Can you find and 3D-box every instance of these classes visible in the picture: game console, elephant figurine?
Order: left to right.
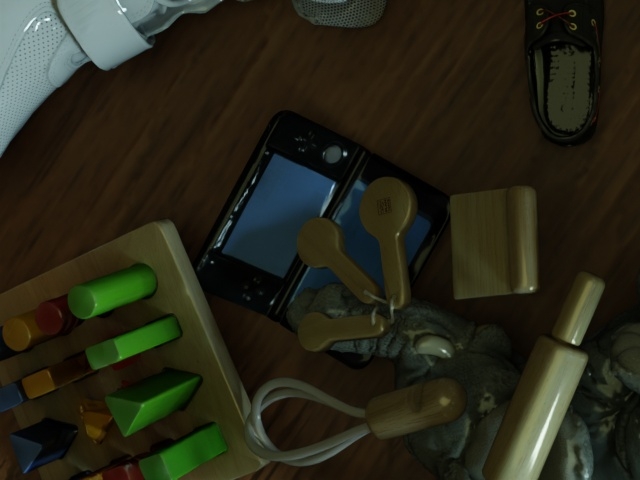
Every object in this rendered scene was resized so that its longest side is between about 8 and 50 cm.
[{"bbox_3d":[0.000,0.000,1.161,0.107,0.071,0.122,24,97,-38],"label":"game console"},{"bbox_3d":[0.124,0.107,1.122,0.239,0.169,0.186,-19,51,15],"label":"elephant figurine"}]

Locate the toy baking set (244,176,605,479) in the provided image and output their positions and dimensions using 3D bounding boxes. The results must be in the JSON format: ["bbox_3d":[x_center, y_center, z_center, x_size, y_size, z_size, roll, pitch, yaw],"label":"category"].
[{"bbox_3d":[0.049,0.082,1.075,0.197,0.030,0.256,21,95,36],"label":"toy baking set"}]

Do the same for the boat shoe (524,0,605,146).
[{"bbox_3d":[0.146,-0.123,1.153,0.049,0.042,0.133,-3,91,11],"label":"boat shoe"}]

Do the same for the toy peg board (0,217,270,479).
[{"bbox_3d":[-0.140,0.093,1.158,0.161,0.079,0.161,-24,88,30],"label":"toy peg board"}]

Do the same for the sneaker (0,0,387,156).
[{"bbox_3d":[-0.086,-0.155,1.135,0.210,0.137,0.366,34,93,8],"label":"sneaker"}]
